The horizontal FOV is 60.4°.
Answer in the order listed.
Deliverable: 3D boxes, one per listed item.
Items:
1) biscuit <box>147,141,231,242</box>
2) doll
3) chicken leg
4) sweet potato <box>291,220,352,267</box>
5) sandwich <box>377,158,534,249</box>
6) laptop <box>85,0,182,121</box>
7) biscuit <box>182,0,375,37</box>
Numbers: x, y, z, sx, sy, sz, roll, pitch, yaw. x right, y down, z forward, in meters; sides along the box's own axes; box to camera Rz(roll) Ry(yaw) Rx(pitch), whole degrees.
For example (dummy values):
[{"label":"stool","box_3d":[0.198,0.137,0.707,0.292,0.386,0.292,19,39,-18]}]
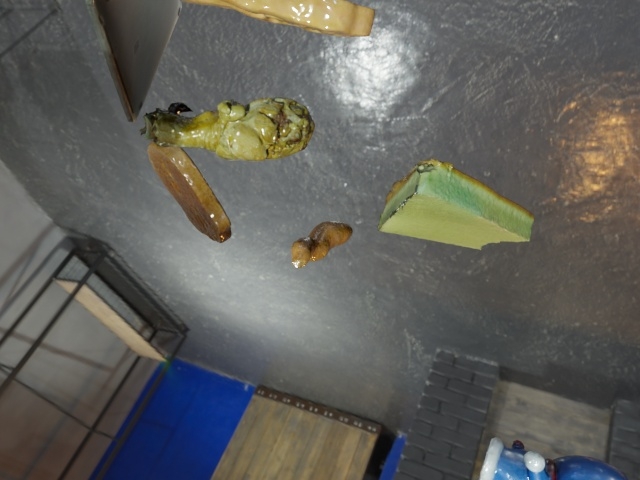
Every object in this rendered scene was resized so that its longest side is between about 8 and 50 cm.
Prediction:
[{"label":"biscuit","box_3d":[-0.277,-0.108,1.173,0.257,0.049,0.273,58,162,-18]},{"label":"doll","box_3d":[0.387,0.425,0.911,0.256,0.161,0.215,11,144,17]},{"label":"chicken leg","box_3d":[-0.119,-0.142,0.695,0.227,0.103,0.088,1,115,-6]},{"label":"sweet potato","box_3d":[-0.002,0.004,0.667,0.044,0.179,0.044,6,104,24]},{"label":"sandwich","box_3d":[0.207,-0.044,0.784,0.211,0.063,0.245,10,171,-4]},{"label":"laptop","box_3d":[-0.193,-0.263,0.609,0.015,0.188,0.269,18,165,-7]},{"label":"biscuit","box_3d":[-0.074,-0.200,0.438,0.236,0.144,0.040,10,105,-8]}]
